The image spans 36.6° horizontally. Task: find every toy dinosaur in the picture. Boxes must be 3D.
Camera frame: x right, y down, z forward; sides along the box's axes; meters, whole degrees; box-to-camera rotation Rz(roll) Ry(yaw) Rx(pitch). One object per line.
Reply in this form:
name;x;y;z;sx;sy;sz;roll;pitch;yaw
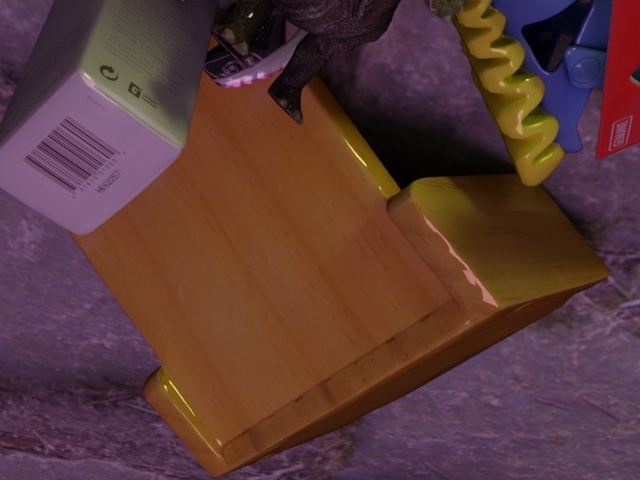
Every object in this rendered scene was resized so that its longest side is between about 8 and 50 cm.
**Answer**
toy dinosaur;-0.009;-0.181;0.597;0.160;0.313;0.121;-43;133;3

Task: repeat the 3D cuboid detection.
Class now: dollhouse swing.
dollhouse swing;0.000;0.000;0.898;0.347;0.305;0.315;-38;162;34

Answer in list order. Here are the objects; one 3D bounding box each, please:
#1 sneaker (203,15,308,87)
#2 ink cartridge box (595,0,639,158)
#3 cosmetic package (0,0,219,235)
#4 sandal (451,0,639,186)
sneaker;-0.021;-0.178;0.686;0.178;0.072;0.077;-40;110;-15
ink cartridge box;0.308;-0.129;0.595;0.261;0.066;0.296;-26;161;6
cosmetic package;-0.139;-0.127;0.661;0.085;0.231;0.117;37;128;-27
sandal;0.152;-0.185;0.670;0.138;0.126;0.317;-23;135;11
